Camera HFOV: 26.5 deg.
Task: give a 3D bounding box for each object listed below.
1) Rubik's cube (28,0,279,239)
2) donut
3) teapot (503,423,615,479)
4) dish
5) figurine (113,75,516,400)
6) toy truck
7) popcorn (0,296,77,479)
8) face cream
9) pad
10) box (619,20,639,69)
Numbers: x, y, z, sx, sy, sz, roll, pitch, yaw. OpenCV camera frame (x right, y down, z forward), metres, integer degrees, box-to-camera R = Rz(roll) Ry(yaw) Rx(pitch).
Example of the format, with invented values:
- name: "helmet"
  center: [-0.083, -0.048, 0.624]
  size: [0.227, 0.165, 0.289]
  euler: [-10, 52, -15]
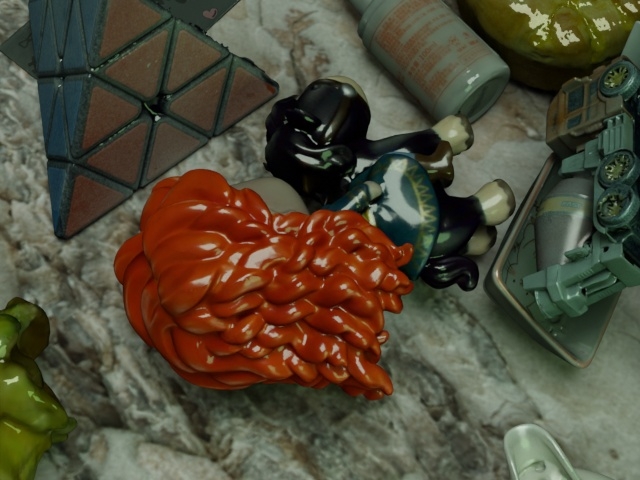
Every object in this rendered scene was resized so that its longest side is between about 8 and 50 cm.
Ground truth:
- name: "Rubik's cube"
  center: [-0.215, -0.177, 1.477]
  size: [0.233, 0.228, 0.228]
  euler: [-22, 20, 24]
- name: "donut"
  center: [0.259, -0.294, 1.565]
  size: [0.209, 0.128, 0.261]
  euler: [-15, 66, -8]
- name: "teapot"
  center: [0.243, 0.320, 1.265]
  size: [0.204, 0.139, 0.298]
  euler: [-25, 67, -16]
- name: "dish"
  center: [0.249, 0.011, 1.428]
  size: [0.154, 0.064, 0.234]
  euler: [45, 55, -19]
- name: "figurine"
  center: [0.003, -0.010, 1.378]
  size: [0.306, 0.241, 0.412]
  euler: [43, 60, -2]
- name: "toy truck"
  center: [0.275, -0.049, 1.345]
  size: [0.140, 0.108, 0.256]
  euler: [-22, 46, 36]
- name: "popcorn"
  center: [-0.364, 0.155, 1.279]
  size: [0.258, 0.224, 0.270]
  euler: [27, 57, -8]
- name: "face cream"
  center: [0.098, -0.242, 1.549]
  size: [0.101, 0.101, 0.251]
  euler: [-36, 70, -17]
- name: "pad"
  center: [-0.235, -0.258, 1.597]
  size: [0.170, 0.006, 0.245]
  euler: [38, 69, 15]
- name: "box"
  center: [0.414, -0.114, 1.418]
  size: [0.243, 0.155, 0.067]
  euler: [31, 23, 26]
